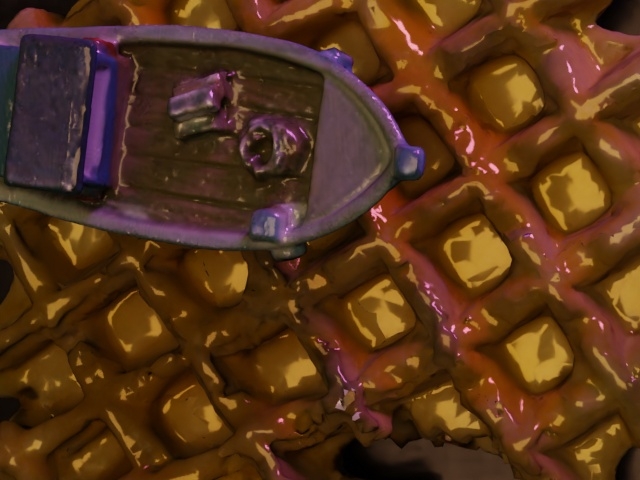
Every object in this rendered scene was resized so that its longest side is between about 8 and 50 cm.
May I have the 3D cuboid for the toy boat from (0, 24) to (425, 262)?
[{"bbox_3d":[-0.047,-0.033,0.573,0.173,0.059,0.069,9,92,18],"label":"toy boat"}]

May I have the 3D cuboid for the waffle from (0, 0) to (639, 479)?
[{"bbox_3d":[0.001,0.000,0.616,0.261,0.056,0.250,17,95,19],"label":"waffle"}]
